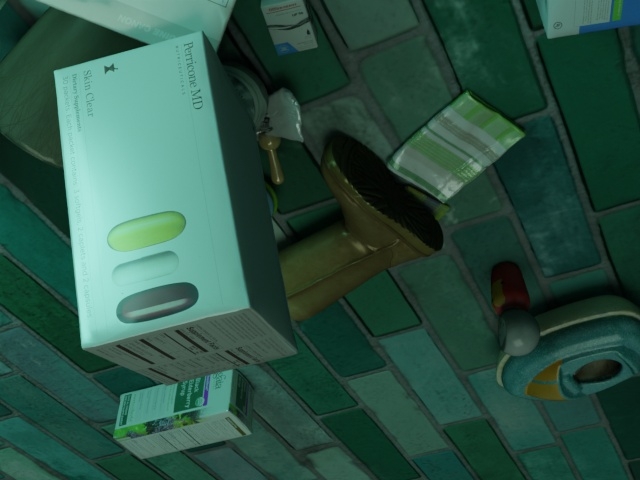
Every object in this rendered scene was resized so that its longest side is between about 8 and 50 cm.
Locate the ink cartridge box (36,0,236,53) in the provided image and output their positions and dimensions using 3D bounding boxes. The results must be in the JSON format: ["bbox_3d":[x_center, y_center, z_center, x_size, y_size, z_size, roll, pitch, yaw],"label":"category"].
[{"bbox_3d":[-0.187,-0.330,0.726,0.296,0.066,0.261,18,112,-19],"label":"ink cartridge box"}]

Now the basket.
[{"bbox_3d":[-0.218,-0.198,0.885,0.204,0.154,0.227,19,132,-37],"label":"basket"}]

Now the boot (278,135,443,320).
[{"bbox_3d":[0.000,0.000,1.150,0.269,0.089,0.236,-27,123,34],"label":"boot"}]

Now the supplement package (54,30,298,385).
[{"bbox_3d":[-0.129,-0.020,0.782,0.145,0.262,0.204,-14,161,5],"label":"supplement package"}]

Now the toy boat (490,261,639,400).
[{"bbox_3d":[0.363,0.164,1.289,0.267,0.148,0.318,-31,130,30],"label":"toy boat"}]

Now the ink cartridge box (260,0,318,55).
[{"bbox_3d":[-0.036,-0.249,0.913,0.048,0.028,0.083,-11,137,11],"label":"ink cartridge box"}]

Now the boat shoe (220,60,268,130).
[{"bbox_3d":[-0.170,-0.077,1.025,0.118,0.103,0.320,38,128,-3],"label":"boat shoe"}]

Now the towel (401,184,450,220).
[{"bbox_3d":[0.132,-0.046,1.157,0.083,0.009,0.060,23,132,-25],"label":"towel"}]

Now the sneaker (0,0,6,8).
[{"bbox_3d":[-0.483,-0.220,0.900,0.293,0.102,0.146,-33,125,25],"label":"sneaker"}]

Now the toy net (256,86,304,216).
[{"bbox_3d":[-0.087,-0.116,1.058,0.122,0.045,0.232,35,131,5],"label":"toy net"}]

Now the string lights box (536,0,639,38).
[{"bbox_3d":[0.353,-0.294,0.829,0.259,0.077,0.133,-7,138,7],"label":"string lights box"}]

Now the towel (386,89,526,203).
[{"bbox_3d":[0.174,-0.116,1.068,0.113,0.023,0.152,26,132,-28],"label":"towel"}]

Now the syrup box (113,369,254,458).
[{"bbox_3d":[-0.242,0.311,1.491,0.236,0.093,0.096,-17,135,18],"label":"syrup box"}]
